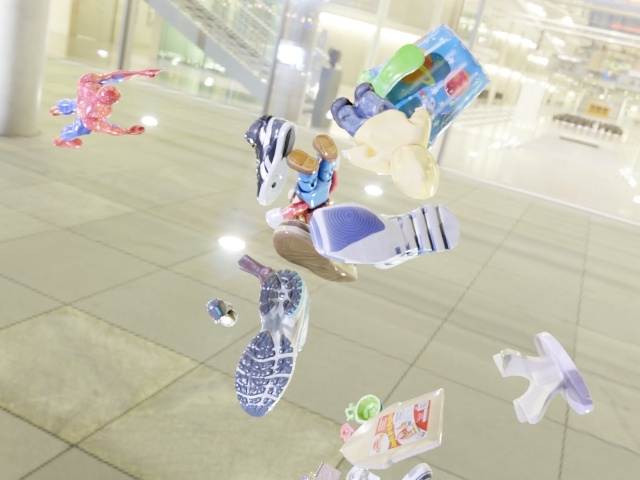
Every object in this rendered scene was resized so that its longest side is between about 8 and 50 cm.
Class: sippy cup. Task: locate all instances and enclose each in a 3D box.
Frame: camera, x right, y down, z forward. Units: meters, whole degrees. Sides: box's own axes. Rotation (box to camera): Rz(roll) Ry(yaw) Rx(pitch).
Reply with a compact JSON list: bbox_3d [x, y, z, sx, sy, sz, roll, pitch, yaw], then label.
[{"bbox_3d":[0.239,-0.345,1.448,0.240,0.224,0.305,46,18,-15],"label":"sippy cup"}]

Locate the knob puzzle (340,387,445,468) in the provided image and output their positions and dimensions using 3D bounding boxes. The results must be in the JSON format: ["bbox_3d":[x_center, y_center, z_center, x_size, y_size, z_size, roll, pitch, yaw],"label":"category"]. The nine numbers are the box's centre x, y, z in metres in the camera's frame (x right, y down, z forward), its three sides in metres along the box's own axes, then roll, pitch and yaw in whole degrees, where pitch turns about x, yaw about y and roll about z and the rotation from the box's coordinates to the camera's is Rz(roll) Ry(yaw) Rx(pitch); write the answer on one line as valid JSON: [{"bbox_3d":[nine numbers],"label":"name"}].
[{"bbox_3d":[0.125,0.340,1.126,0.213,0.030,0.213,-28,9,5],"label":"knob puzzle"}]

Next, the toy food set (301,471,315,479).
[{"bbox_3d":[-0.031,0.576,1.496,0.019,0.077,0.122,-3,-13,10],"label":"toy food set"}]

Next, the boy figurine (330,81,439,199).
[{"bbox_3d":[0.133,-0.186,1.197,0.285,0.177,0.092,53,-4,39],"label":"boy figurine"}]

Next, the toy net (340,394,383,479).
[{"bbox_3d":[0.084,0.469,1.478,0.122,0.232,0.045,-14,-41,32],"label":"toy net"}]

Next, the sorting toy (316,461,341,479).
[{"bbox_3d":[0.011,0.633,1.717,0.062,0.083,0.012,31,-14,-1],"label":"sorting toy"}]

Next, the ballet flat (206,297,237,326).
[{"bbox_3d":[-0.277,0.214,1.875,0.074,0.074,0.203,15,-12,7],"label":"ballet flat"}]

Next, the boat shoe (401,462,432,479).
[{"bbox_3d":[0.244,0.749,1.761,0.113,0.306,0.105,12,17,-43],"label":"boat shoe"}]

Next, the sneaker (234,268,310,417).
[{"bbox_3d":[-0.071,0.206,1.261,0.110,0.282,0.122,8,-21,24],"label":"sneaker"}]

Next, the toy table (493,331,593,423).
[{"bbox_3d":[0.583,0.371,1.747,0.161,0.252,0.274,-21,17,2],"label":"toy table"}]

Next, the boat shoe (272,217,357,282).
[{"bbox_3d":[0.000,0.000,1.493,0.123,0.123,0.342,1,-17,29],"label":"boat shoe"}]

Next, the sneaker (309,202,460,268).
[{"bbox_3d":[0.117,0.007,1.372,0.316,0.127,0.182,-2,-16,-25],"label":"sneaker"}]

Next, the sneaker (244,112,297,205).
[{"bbox_3d":[-0.139,-0.204,1.600,0.121,0.216,0.079,28,21,24],"label":"sneaker"}]

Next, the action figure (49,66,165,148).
[{"bbox_3d":[-0.329,-0.203,1.019,0.139,0.091,0.280,-10,5,-29],"label":"action figure"}]

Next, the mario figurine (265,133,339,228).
[{"bbox_3d":[-0.046,-0.140,1.701,0.198,0.320,0.170,-2,55,-7],"label":"mario figurine"}]

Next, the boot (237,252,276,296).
[{"bbox_3d":[-0.200,0.103,1.931,0.114,0.106,0.037,26,17,-1],"label":"boot"}]
